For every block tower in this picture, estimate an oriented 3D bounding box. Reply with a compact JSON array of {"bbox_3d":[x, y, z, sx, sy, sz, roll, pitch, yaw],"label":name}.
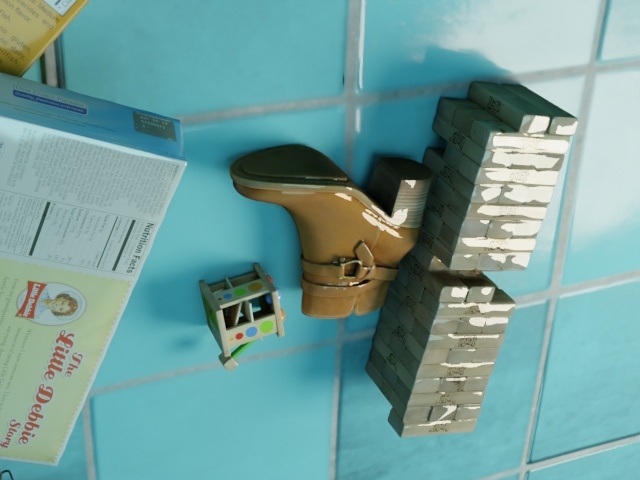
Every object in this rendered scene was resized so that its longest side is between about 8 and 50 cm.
[{"bbox_3d":[0.132,0.022,1.006,0.091,0.097,0.335,1,116,-26],"label":"block tower"}]

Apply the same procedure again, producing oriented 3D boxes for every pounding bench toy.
[{"bbox_3d":[-0.066,0.073,0.966,0.065,0.052,0.083,-18,125,-16],"label":"pounding bench toy"}]

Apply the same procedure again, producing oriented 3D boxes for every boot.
[{"bbox_3d":[0.000,0.000,0.944,0.197,0.073,0.152,4,121,-24],"label":"boot"}]

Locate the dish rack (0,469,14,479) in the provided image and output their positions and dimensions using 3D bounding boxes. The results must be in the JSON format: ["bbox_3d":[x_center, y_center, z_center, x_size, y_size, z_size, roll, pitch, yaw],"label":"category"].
[{"bbox_3d":[-0.323,0.291,0.965,0.208,0.074,0.271,-39,126,-1],"label":"dish rack"}]

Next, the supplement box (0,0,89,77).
[{"bbox_3d":[-0.217,-0.170,0.735,0.233,0.078,0.080,-45,124,4],"label":"supplement box"}]

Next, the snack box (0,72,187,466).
[{"bbox_3d":[-0.239,0.033,0.773,0.187,0.060,0.322,13,124,-24],"label":"snack box"}]
